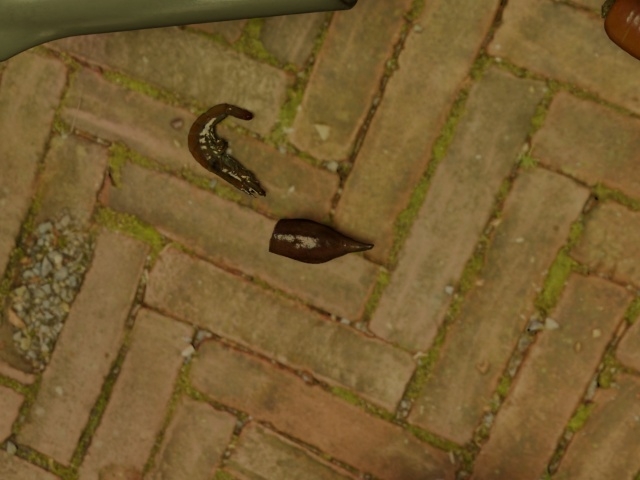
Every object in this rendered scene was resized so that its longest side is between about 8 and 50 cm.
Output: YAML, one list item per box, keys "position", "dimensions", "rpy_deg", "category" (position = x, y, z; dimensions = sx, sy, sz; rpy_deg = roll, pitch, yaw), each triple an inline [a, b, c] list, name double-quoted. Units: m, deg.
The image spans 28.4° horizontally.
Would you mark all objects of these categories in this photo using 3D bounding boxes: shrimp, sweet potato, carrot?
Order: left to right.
- position: [-0.091, -0.100, 1.376]
  dimensions: [0.114, 0.023, 0.083]
  rpy_deg: [41, 109, 9]
  category: "shrimp"
- position: [0.000, 0.000, 1.358]
  dimensions: [0.117, 0.049, 0.049]
  rpy_deg: [6, 105, 9]
  category: "sweet potato"
- position: [0.366, -0.172, 1.191]
  dimensions: [0.225, 0.067, 0.067]
  rpy_deg: [31, 110, 7]
  category: "carrot"

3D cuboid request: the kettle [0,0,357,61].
- position: [-0.172, -0.373, 1.206]
  dimensions: [0.376, 0.250, 0.361]
  rpy_deg: [-6, 93, 15]
  category: "kettle"
